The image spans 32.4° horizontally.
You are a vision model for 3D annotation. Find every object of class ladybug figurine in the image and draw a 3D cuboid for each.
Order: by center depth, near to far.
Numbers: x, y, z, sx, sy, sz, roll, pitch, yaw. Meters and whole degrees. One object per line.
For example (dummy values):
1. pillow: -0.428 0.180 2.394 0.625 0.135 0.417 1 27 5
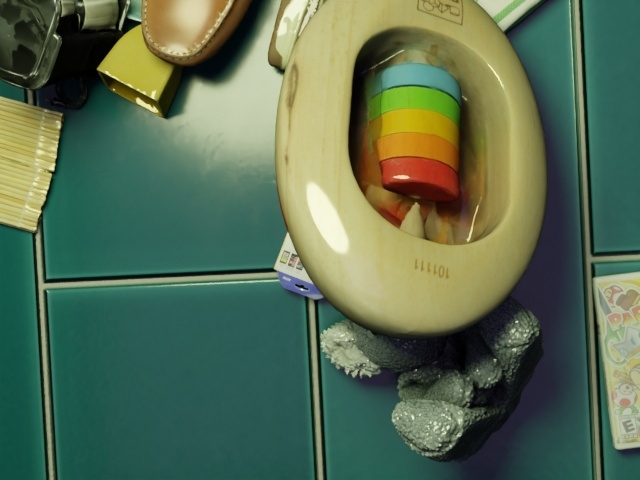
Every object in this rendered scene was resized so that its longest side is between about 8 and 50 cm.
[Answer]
1. ladybug figurine: 0.088 -0.092 1.193 0.305 0.162 0.449 16 61 -14

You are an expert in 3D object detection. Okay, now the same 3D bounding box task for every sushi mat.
1. sushi mat: -0.477 -0.123 1.354 0.317 0.019 0.151 16 91 3

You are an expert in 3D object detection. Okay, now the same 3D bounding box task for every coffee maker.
1. coffee maker: -0.301 -0.220 1.237 0.120 0.178 0.171 3 106 15

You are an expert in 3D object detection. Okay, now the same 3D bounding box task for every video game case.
1. video game case: 0.446 0.131 1.298 0.227 0.026 0.206 -7 91 4

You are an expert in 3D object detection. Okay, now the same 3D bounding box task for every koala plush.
1. koala plush: 0.120 0.125 1.264 0.221 0.203 0.196 36 85 23

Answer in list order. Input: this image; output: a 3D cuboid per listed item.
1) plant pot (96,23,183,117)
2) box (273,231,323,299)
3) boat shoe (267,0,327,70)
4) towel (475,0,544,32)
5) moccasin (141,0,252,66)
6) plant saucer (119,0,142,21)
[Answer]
1. plant pot: -0.204 -0.208 1.307 0.081 0.081 0.083 28 82 3
2. box: 0.000 0.000 1.323 0.081 0.028 0.136 22 95 3
3. boat shoe: 0.016 -0.317 1.287 0.095 0.095 0.257 16 104 -1
4. towel: 0.187 -0.427 1.298 0.248 0.038 0.325 -39 87 2
5. moccasin: -0.101 -0.376 1.218 0.139 0.147 0.380 28 93 3
6. plant saucer: -0.173 -0.412 1.316 0.318 0.044 0.317 0 91 3
